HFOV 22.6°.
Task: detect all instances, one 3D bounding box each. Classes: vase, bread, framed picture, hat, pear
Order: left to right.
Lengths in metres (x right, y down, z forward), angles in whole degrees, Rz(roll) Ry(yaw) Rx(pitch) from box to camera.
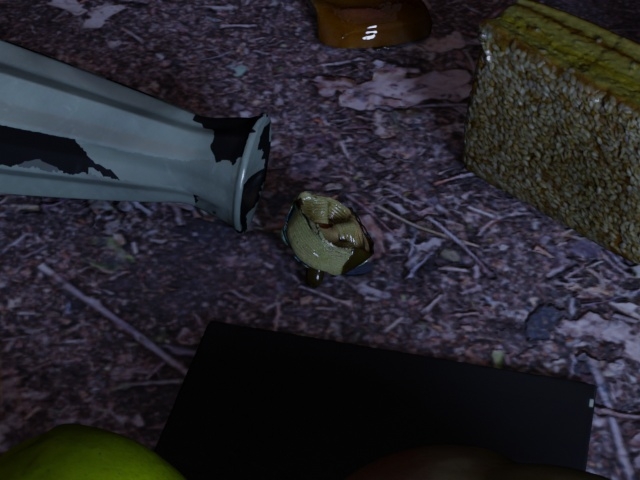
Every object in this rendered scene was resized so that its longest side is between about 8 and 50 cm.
[{"bbox_3d":[-0.232,-0.099,1.494,0.360,0.165,0.165,13,41,8],"label":"vase"},{"bbox_3d":[-0.149,0.234,1.080,0.187,0.187,0.220,-29,69,-31],"label":"pear"},{"bbox_3d":[0.001,0.000,1.445,0.076,0.059,0.077,14,38,-41],"label":"hat"},{"bbox_3d":[0.051,-0.259,1.769,0.129,0.044,0.126,-13,41,-12],"label":"bread"},{"bbox_3d":[0.038,0.177,1.270,0.338,0.014,0.255,8,41,9],"label":"framed picture"},{"bbox_3d":[0.250,-0.101,1.476,0.234,0.184,0.110,34,53,31],"label":"bread"}]

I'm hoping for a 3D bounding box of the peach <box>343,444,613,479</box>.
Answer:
[{"bbox_3d":[0.103,0.256,0.991,0.292,0.247,0.292,17,24,-8],"label":"peach"}]
